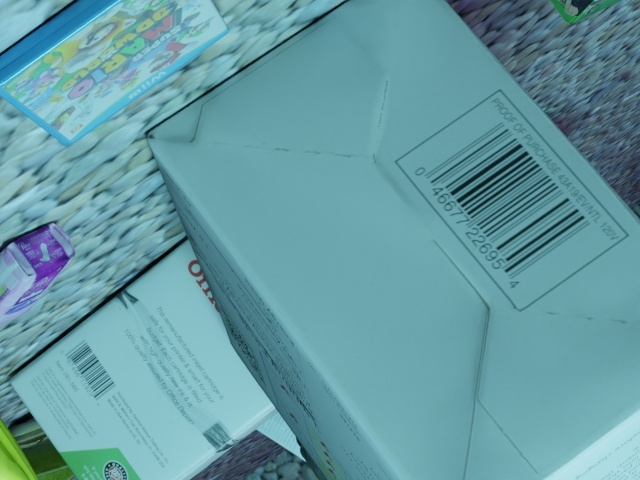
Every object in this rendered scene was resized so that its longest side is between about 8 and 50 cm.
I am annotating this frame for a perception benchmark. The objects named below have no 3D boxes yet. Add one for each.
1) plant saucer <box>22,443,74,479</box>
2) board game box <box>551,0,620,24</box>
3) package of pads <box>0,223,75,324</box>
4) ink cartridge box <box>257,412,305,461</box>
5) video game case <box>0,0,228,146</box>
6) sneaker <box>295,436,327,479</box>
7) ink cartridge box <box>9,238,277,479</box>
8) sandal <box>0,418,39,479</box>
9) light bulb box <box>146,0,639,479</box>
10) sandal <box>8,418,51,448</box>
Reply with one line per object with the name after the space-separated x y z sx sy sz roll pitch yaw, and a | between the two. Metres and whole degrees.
-0.346 0.269 1.988 0.188 0.045 0.188 -38 170 14 | plant saucer
0.349 -0.300 1.631 0.317 0.046 0.213 -28 169 -42 | board game box
-0.206 0.026 1.315 0.050 0.032 0.083 -30 169 -47 | package of pads
-0.061 0.129 1.858 0.045 0.224 0.223 -62 167 8 | ink cartridge box
-0.112 -0.104 1.052 0.119 0.015 0.166 -36 171 0 | video game case
0.126 0.087 1.757 0.257 0.169 0.447 -39 -169 13 | sneaker
-0.126 0.116 1.647 0.219 0.160 0.092 -37 173 11 | ink cartridge box
-0.318 0.236 1.707 0.138 0.126 0.317 -28 168 -18 | sandal
0.088 0.071 1.360 0.225 0.358 0.361 -34 155 -9 | light bulb box
-0.221 0.151 1.862 0.180 0.049 0.072 -20 163 -5 | sandal
